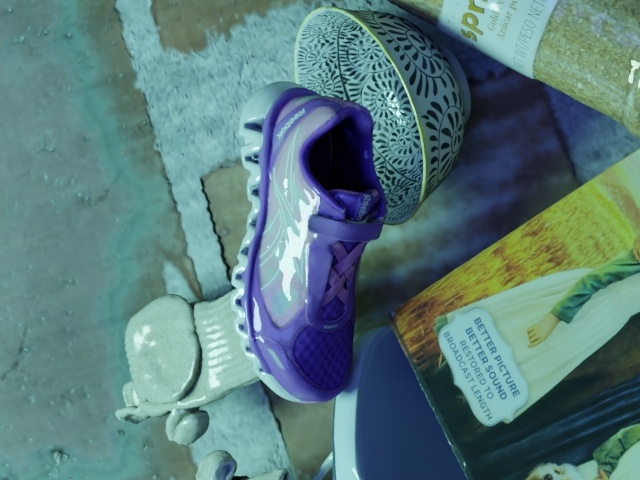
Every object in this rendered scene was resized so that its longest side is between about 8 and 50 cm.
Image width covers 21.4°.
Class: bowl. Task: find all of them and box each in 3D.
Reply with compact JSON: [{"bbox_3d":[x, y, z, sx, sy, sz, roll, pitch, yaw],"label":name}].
[{"bbox_3d":[0.058,-0.104,1.252,0.080,0.170,0.170,-24,87,-24],"label":"bowl"}]

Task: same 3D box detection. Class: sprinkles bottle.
[{"bbox_3d":[0.108,-0.204,1.208,0.355,0.121,0.121,30,105,17],"label":"sprinkles bottle"}]

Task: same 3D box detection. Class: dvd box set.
[{"bbox_3d":[0.284,0.067,1.140,0.420,0.062,0.307,-34,60,15],"label":"dvd box set"}]

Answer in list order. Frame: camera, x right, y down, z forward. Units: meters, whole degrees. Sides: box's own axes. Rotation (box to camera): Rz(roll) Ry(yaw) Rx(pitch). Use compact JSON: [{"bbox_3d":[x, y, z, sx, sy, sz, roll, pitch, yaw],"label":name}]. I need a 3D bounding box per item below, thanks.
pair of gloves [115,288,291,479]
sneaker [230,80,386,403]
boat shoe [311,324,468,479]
[{"bbox_3d":[-0.096,0.158,1.310,0.204,0.042,0.240,-14,80,51],"label":"pair of gloves"},{"bbox_3d":[0.000,0.000,1.214,0.104,0.095,0.236,-2,89,49],"label":"sneaker"},{"bbox_3d":[0.043,0.254,1.286,0.156,0.136,0.367,-23,72,47],"label":"boat shoe"}]
